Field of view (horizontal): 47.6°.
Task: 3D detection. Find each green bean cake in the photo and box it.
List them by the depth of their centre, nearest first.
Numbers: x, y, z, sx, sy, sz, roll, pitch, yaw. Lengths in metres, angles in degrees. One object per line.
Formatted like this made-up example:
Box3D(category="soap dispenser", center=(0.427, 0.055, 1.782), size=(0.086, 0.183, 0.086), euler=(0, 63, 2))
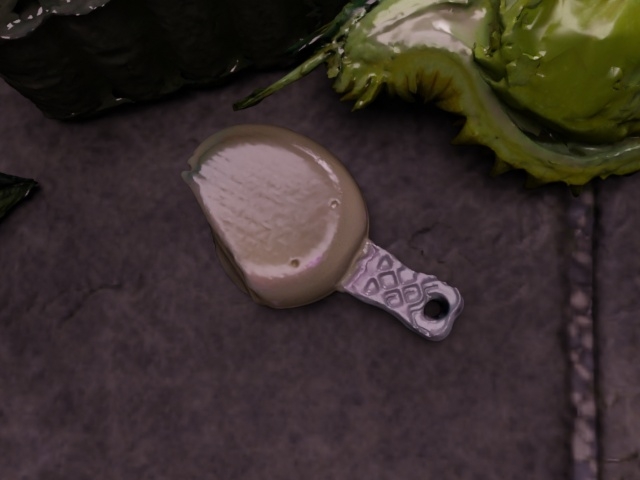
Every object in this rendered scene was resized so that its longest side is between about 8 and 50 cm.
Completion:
Box3D(category="green bean cake", center=(-0.097, -0.221, 0.427), size=(0.241, 0.132, 0.254), euler=(-14, 75, 4))

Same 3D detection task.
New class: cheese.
Box3D(category="cheese", center=(-0.006, 0.005, 0.406), size=(0.092, 0.047, 0.171), euler=(-40, 78, -4))

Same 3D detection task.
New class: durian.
Box3D(category="durian", center=(0.140, -0.100, 0.388), size=(0.376, 0.132, 0.106), euler=(-8, 53, -6))

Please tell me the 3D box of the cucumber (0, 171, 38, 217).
Box3D(category="cucumber", center=(-0.289, -0.032, 0.440), size=(0.220, 0.046, 0.070), euler=(14, 85, 9))
